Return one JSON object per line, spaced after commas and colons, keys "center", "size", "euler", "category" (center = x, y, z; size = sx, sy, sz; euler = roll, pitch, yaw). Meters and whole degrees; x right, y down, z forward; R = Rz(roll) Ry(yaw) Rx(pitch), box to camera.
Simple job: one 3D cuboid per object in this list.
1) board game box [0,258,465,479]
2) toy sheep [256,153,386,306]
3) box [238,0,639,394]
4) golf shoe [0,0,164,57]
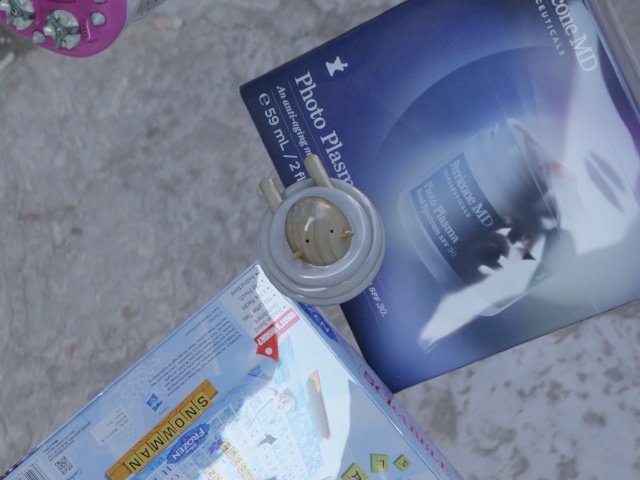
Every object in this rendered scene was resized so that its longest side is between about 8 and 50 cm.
{"center": [-0.061, 0.229, 0.978], "size": [0.319, 0.066, 0.318], "euler": [-39, 90, 12], "category": "board game box"}
{"center": [0.000, 0.000, 0.756], "size": [0.091, 0.132, 0.091], "euler": [-2, 79, 8], "category": "toy sheep"}
{"center": [0.137, -0.068, 1.011], "size": [0.294, 0.183, 0.296], "euler": [-25, 93, 20], "category": "box"}
{"center": [-0.223, -0.238, 0.820], "size": [0.306, 0.115, 0.140], "euler": [36, 43, 13], "category": "golf shoe"}
